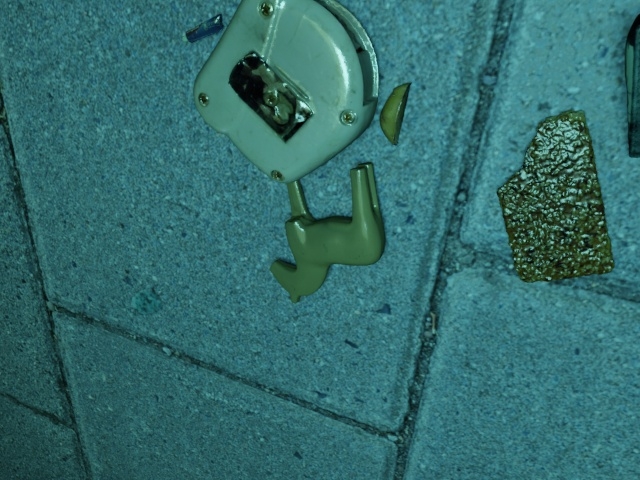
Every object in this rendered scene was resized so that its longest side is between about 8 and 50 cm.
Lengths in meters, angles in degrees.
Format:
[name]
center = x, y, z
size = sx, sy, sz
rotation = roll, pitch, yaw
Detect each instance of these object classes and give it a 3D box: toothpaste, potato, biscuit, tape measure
[toothpaste]
center = -0.190, -0.339, 0.790
size = 0.083, 0.019, 0.027
rotation = -10, 85, 28
[potato]
center = 0.102, -0.185, 0.714
size = 0.036, 0.037, 0.093
rotation = 21, 122, 20
[biscuit]
center = 0.319, -0.051, 0.682
size = 0.131, 0.026, 0.237
rotation = -12, 109, 28
[tape measure]
center = -0.048, -0.234, 0.709
size = 0.265, 0.130, 0.258
rotation = 45, 122, 0

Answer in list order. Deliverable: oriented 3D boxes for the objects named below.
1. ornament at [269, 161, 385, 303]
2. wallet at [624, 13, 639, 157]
[ornament]
center = 0.000, 0.000, 0.838
size = 0.230, 0.061, 0.245
rotation = -1, 110, 28
[wallet]
center = 0.515, -0.172, 0.473
size = 0.378, 0.046, 0.191
rotation = -2, 135, 29
